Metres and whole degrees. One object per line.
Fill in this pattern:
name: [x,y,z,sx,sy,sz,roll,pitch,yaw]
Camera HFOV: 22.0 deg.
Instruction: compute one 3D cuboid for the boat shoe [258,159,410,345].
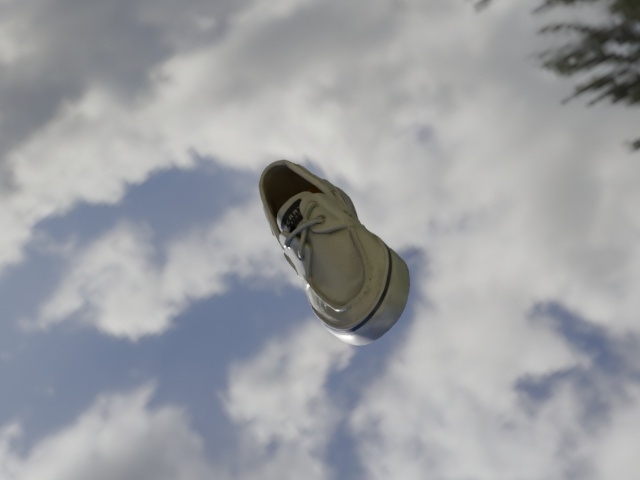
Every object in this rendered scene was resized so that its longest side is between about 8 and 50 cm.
boat shoe: [0.000,0.000,0.563,0.035,0.035,0.100,-46,-150,12]
